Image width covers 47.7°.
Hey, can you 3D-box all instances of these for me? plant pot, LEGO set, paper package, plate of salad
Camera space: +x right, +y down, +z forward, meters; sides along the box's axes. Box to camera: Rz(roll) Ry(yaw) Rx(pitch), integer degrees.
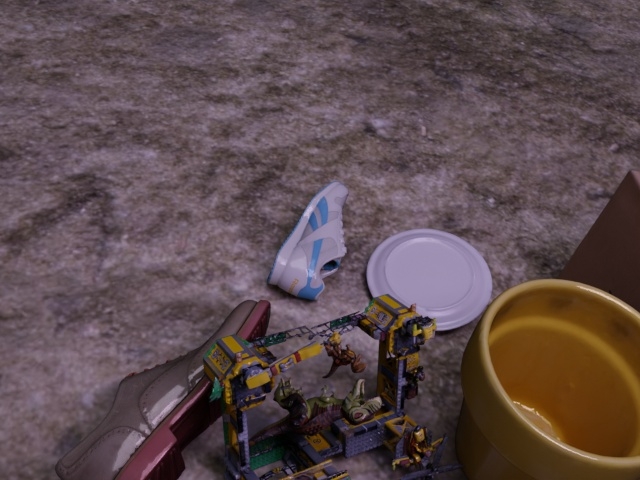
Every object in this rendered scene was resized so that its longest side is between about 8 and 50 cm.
[{"bbox_3d":[0.284,0.217,0.912,0.254,0.239,0.254,7,47,-8],"label":"plant pot"},{"bbox_3d":[0.033,0.215,0.840,0.331,0.255,0.192,-4,21,-31],"label":"LEGO set"},{"bbox_3d":[0.487,0.109,1.004,0.168,0.325,0.310,-1,50,-14],"label":"paper package"},{"bbox_3d":[0.173,0.064,1.157,0.199,0.048,0.200,0,51,0],"label":"plate of salad"}]

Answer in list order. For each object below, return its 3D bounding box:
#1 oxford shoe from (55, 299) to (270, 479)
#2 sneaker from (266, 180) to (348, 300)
[{"bbox_3d":[-0.184,0.182,0.914,0.130,0.123,0.348,25,46,16],"label":"oxford shoe"},{"bbox_3d":[0.000,0.000,1.155,0.092,0.087,0.229,28,55,2],"label":"sneaker"}]
